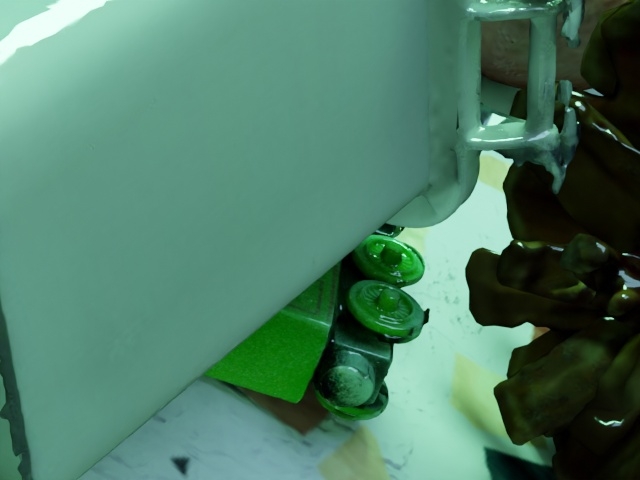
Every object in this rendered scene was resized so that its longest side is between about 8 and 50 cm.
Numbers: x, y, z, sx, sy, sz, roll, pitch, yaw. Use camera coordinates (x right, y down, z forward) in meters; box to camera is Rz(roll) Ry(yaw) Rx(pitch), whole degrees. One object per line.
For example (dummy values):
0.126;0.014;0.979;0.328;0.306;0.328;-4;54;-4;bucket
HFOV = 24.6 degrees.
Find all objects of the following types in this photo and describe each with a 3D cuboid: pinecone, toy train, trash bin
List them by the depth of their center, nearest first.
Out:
-0.076;-0.067;0.622;0.296;0.256;0.368;14;35;23;trash bin
0.264;0.017;0.812;0.397;0.398;0.398;26;35;-21;pinecone
0.000;0.000;0.830;0.119;0.085;0.251;17;33;-6;toy train

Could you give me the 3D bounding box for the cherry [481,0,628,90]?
0.184;-0.233;1.162;0.261;0.221;0.307;41;45;16;cherry
